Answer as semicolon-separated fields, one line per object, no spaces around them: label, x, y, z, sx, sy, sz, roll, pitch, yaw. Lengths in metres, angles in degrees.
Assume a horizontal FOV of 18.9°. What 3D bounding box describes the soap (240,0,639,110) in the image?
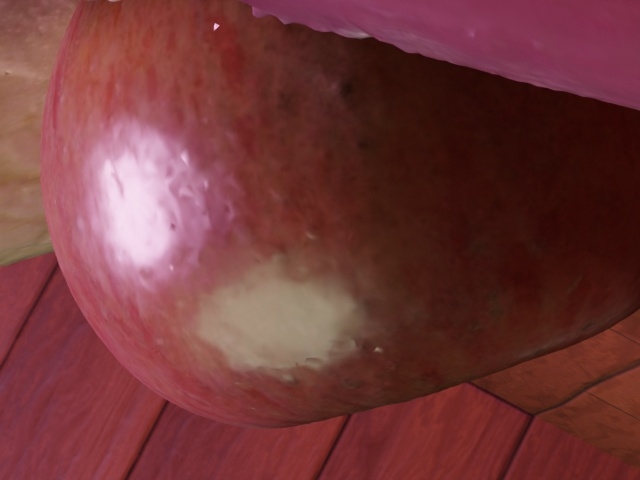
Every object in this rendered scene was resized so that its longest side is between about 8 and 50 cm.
soap;0.116;-0.130;0.330;0.359;0.233;0.128;21;171;44

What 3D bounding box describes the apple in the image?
apple;0.017;-0.058;0.966;0.345;0.345;0.269;154;98;-80

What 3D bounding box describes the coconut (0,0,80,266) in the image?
coconut;-0.188;-0.140;1.188;0.329;0.329;0.329;28;172;4
